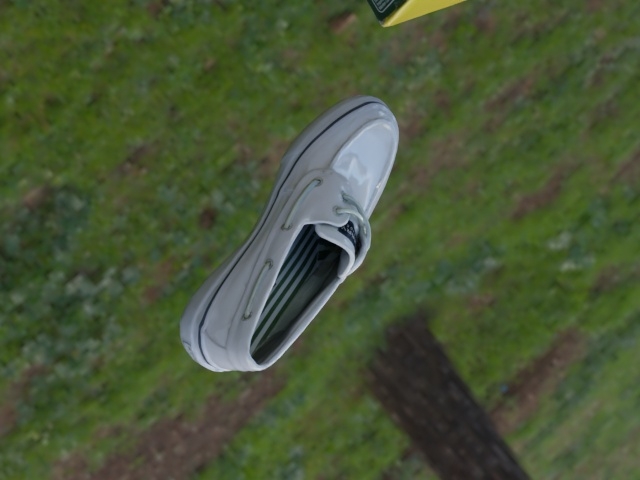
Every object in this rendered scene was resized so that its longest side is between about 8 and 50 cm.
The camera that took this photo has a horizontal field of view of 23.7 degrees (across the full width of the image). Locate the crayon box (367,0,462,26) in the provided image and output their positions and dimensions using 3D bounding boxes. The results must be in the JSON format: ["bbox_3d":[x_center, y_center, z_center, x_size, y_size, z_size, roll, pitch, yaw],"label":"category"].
[{"bbox_3d":[0.221,-0.332,1.195,0.313,0.106,0.363,-24,171,-32],"label":"crayon box"}]

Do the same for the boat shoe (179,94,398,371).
[{"bbox_3d":[0.000,0.000,1.023,0.083,0.076,0.226,46,68,-38],"label":"boat shoe"}]
